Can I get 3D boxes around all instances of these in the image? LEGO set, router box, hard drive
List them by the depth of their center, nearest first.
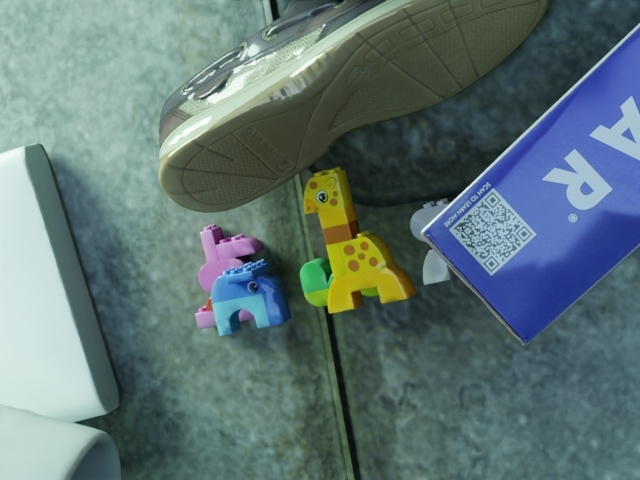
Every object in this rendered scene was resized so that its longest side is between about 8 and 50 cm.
[{"bbox_3d":[0.234,-0.107,0.956,0.335,0.301,0.082,-44,84,19],"label":"router box"},{"bbox_3d":[0.000,0.000,1.168,0.227,0.087,0.093,-12,95,19],"label":"LEGO set"},{"bbox_3d":[-0.317,0.065,1.311,0.308,0.040,0.203,-15,94,20],"label":"hard drive"}]

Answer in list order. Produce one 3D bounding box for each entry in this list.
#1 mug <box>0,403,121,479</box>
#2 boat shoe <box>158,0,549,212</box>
[{"bbox_3d":[-0.335,0.256,1.226,0.328,0.276,0.374,13,144,7],"label":"mug"},{"bbox_3d":[0.011,-0.123,1.140,0.285,0.103,0.092,-31,52,14],"label":"boat shoe"}]
